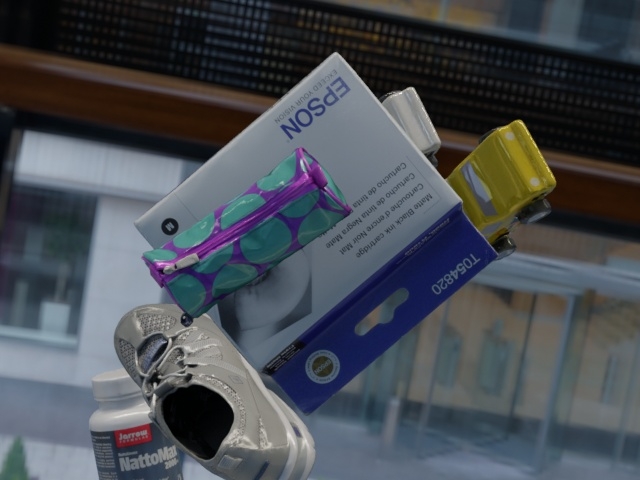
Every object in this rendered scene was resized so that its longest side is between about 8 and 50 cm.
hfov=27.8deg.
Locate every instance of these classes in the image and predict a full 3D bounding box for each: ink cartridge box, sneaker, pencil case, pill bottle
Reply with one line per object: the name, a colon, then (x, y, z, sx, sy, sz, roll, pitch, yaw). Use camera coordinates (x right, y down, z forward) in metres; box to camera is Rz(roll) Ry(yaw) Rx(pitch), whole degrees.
ink cartridge box: (0.000, 0.000, 1.069, 0.224, 0.223, 0.045, 49, 1, -6)
sneaker: (-0.121, 0.134, 1.227, 0.281, 0.105, 0.115, 34, 6, 42)
pencil case: (-0.054, -0.004, 0.955, 0.064, 0.152, 0.070, 57, 6, 13)
pill bottle: (-0.241, 0.258, 1.674, 0.108, 0.180, 0.108, -10, 4, 1)

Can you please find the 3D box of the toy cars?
toy cars: (0.114, -0.068, 1.432, 0.087, 0.176, 0.394, -18, 23, -23)
